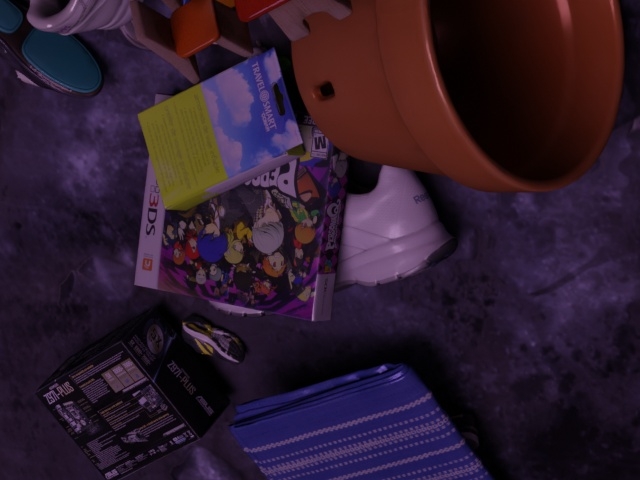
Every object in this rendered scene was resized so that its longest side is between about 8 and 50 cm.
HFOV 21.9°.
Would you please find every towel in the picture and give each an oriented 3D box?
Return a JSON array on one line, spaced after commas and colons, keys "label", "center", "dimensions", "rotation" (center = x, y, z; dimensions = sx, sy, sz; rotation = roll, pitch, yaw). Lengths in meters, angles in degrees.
[{"label": "towel", "center": [0.080, 0.275, 1.848], "dimensions": [0.243, 0.040, 0.336], "rotation": [-20, 122, 29]}]

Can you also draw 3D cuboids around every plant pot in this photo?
[{"label": "plant pot", "center": [0.111, -0.181, 1.498], "dimensions": [0.203, 0.291, 0.291], "rotation": [-4, 116, 43]}]

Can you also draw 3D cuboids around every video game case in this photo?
[{"label": "video game case", "center": [-0.082, -0.038, 1.715], "dimensions": [0.232, 0.042, 0.210], "rotation": [11, 97, 30]}]

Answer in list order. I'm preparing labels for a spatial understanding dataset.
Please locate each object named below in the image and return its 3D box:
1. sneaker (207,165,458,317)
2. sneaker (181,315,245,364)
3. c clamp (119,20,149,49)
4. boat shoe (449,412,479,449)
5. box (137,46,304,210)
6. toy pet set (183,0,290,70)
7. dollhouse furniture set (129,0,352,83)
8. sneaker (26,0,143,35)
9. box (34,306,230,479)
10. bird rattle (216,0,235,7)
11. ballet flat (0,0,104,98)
[{"label": "sneaker", "center": [0.000, 0.000, 1.748], "dimensions": [0.297, 0.111, 0.129], "rotation": [-19, 92, 26]}, {"label": "sneaker", "center": [-0.123, 0.118, 1.896], "dimensions": [0.083, 0.031, 0.035], "rotation": [34, 137, 9]}, {"label": "c clamp", "center": [-0.168, -0.273, 1.705], "dimensions": [0.137, 0.022, 0.160], "rotation": [1, 116, 23]}, {"label": "boat shoe", "center": [0.123, 0.226, 1.840], "dimensions": [0.046, 0.038, 0.125], "rotation": [31, 135, -33]}, {"label": "box", "center": [-0.094, -0.111, 1.671], "dimensions": [0.178, 0.042, 0.109], "rotation": [-23, 78, 28]}, {"label": "toy pet set", "center": [-0.084, -0.223, 1.688], "dimensions": [0.114, 0.065, 0.122], "rotation": [5, 129, -21]}, {"label": "dollhouse furniture set", "center": [-0.053, -0.298, 1.361], "dimensions": [0.262, 0.259, 0.135], "rotation": [-25, 150, 21]}, {"label": "sneaker", "center": [-0.227, -0.342, 1.606], "dimensions": [0.114, 0.152, 0.305], "rotation": [17, 115, 27]}, {"label": "box", "center": [-0.220, 0.183, 1.929], "dimensions": [0.180, 0.077, 0.147], "rotation": [-31, 102, 40]}, {"label": "bird rattle", "center": [-0.022, -0.314, 1.524], "dimensions": [0.143, 0.207, 0.253], "rotation": [39, 136, -22]}, {"label": "ballet flat", "center": [-0.323, -0.215, 1.783], "dimensions": [0.203, 0.074, 0.074], "rotation": [36, 125, -5]}]
